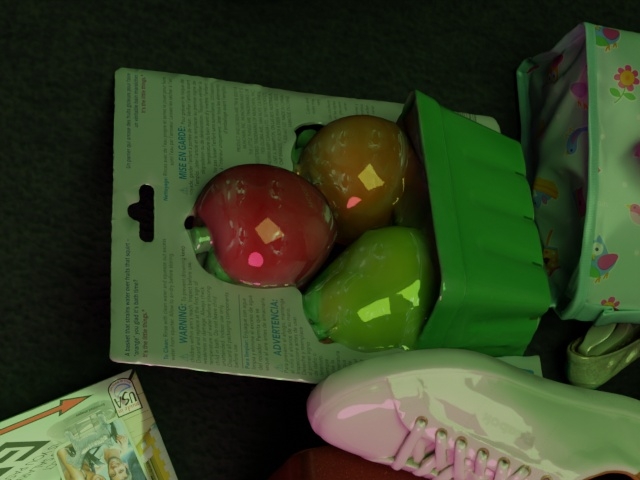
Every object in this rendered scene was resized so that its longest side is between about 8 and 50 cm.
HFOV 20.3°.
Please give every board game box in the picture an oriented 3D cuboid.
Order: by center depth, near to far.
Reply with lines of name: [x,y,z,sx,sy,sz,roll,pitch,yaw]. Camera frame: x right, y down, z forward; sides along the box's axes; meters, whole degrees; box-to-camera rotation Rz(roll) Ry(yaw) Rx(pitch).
board game box: [-0.256,0.257,1.418,0.317,0.046,0.214,-22,90,-24]

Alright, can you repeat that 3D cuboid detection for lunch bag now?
lunch bag: [0.304,-0.046,1.634,0.223,0.160,0.262,5,75,-23]

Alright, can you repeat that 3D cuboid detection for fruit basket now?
fruit basket: [0.000,0.000,1.477,0.353,0.165,0.327,3,48,-10]

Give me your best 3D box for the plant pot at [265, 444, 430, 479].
plant pot: [0.062,0.291,1.436,0.267,0.267,0.236,-6,68,-24]

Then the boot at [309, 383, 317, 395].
boot: [0.083,0.107,1.565,0.190,0.069,0.086,3,84,-20]

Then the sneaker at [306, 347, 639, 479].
sneaker: [0.133,0.162,1.339,0.290,0.106,0.123,9,45,-13]

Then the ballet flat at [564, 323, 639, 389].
ballet flat: [0.294,0.078,1.659,0.168,0.057,0.052,-36,132,-22]
